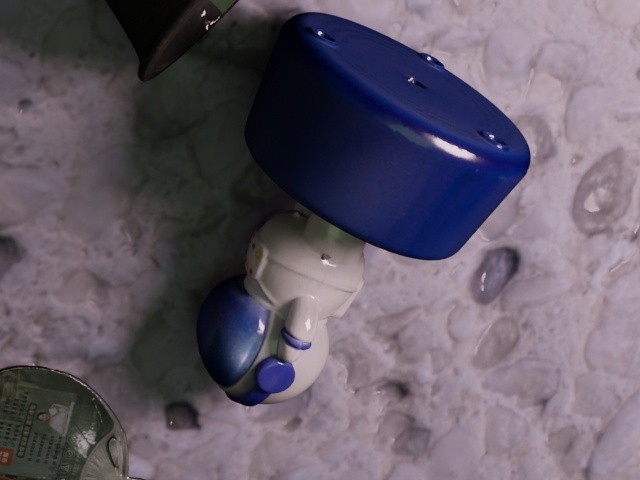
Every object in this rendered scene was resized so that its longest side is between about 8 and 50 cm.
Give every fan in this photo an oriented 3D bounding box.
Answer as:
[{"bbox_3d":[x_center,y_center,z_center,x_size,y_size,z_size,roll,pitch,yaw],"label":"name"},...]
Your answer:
[{"bbox_3d":[-0.278,0.268,1.603,0.294,0.012,0.223,42,92,-21],"label":"fan"}]

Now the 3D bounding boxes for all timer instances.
[{"bbox_3d":[0.000,0.000,1.492,0.270,0.270,0.383,23,110,-21],"label":"timer"}]

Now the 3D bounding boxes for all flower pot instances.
[{"bbox_3d":[-0.133,-0.278,1.388,0.148,0.235,0.235,44,91,-4],"label":"flower pot"}]
